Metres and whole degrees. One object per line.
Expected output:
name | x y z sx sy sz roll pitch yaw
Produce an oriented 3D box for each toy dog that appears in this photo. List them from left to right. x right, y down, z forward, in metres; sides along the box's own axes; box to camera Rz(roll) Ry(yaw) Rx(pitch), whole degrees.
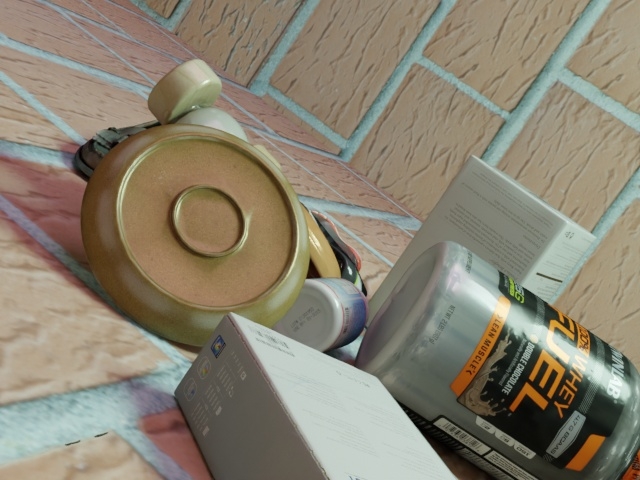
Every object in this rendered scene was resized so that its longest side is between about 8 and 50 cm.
toy dog | -0.153 -0.059 1.158 0.220 0.161 0.334 49 -15 29

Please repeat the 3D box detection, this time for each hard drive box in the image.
hard drive box | 0.009 0.176 0.765 0.181 0.089 0.232 28 12 -33

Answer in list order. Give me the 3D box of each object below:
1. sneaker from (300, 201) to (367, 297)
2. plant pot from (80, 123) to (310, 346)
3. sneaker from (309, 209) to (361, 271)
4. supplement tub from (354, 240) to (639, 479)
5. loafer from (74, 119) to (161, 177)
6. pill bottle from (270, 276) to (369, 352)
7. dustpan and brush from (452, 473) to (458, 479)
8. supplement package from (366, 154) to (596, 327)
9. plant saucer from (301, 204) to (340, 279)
sneaker | -0.007 0.029 1.466 0.097 0.084 0.235 45 5 -46
plant pot | -0.112 -0.015 0.955 0.236 0.236 0.032 33 -32 -9
sneaker | 0.000 0.000 1.627 0.158 0.061 0.065 38 17 21
supplement tub | 0.225 0.170 1.147 0.338 0.207 0.207 33 10 -6
loafer | -0.254 -0.129 1.328 0.096 0.084 0.267 34 10 -1
pill bottle | 0.005 0.087 1.161 0.087 0.087 0.160 38 10 16
dustpan and brush | 0.053 0.196 0.943 0.211 0.060 0.147 47 3 24
supplement package | 0.228 0.055 1.430 0.177 0.293 0.175 40 12 26
plant saucer | -0.033 -0.001 1.310 0.200 0.037 0.200 52 -13 18
